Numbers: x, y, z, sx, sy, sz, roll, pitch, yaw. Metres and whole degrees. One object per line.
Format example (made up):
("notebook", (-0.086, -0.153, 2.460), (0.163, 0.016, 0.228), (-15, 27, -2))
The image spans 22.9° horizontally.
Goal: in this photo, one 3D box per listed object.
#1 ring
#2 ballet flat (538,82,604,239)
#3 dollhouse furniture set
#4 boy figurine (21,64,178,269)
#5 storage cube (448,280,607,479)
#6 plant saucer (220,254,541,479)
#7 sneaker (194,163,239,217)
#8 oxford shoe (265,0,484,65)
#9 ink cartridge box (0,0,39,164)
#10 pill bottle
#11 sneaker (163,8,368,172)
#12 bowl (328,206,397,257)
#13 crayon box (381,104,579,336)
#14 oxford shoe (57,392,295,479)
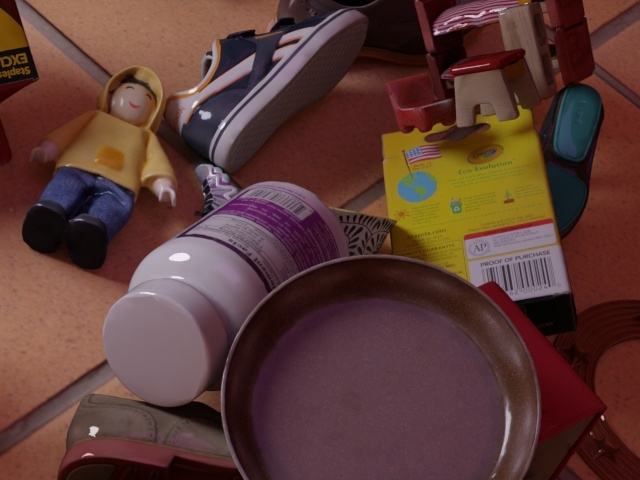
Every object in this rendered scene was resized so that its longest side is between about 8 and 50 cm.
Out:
("ring", (0.436, 0.199, 1.918), (0.336, 0.032, 0.337), (13, 45, -13))
("ballet flat", (0.308, -0.082, 2.067), (0.095, 0.096, 0.280), (27, 56, 1))
("dollhouse furniture set", (0.198, -0.243, 2.005), (0.374, 0.201, 0.152), (-30, 109, -61))
("boy figurine", (-0.243, -0.092, 1.851), (0.177, 0.092, 0.285), (22, 47, 0))
("storage cube", (0.150, 0.191, 1.690), (0.215, 0.184, 0.193), (-20, 59, -36))
("plant saucer", (0.058, 0.161, 1.539), (0.310, 0.050, 0.311), (1, 63, -3))
("sneaker", (-0.131, -0.048, 1.893), (0.098, 0.038, 0.069), (43, 46, 18))
("oxford shoe", (0.103, -0.327, 2.187), (0.363, 0.133, 0.130), (-15, 57, -34))
("ink cartridge box", (-0.485, -0.197, 1.733), (0.309, 0.130, 0.272), (-18, 90, -34))
("pill bottle", (-0.100, 0.058, 1.675), (0.169, 0.169, 0.301), (35, 32, 10))
("sneaker", (-0.068, -0.220, 2.004), (0.127, 0.126, 0.321), (33, 50, 18))
("bowl", (0.000, 0.000, 1.857), (0.170, 0.170, 0.080), (10, 90, -15))
("crayon box", (0.187, -0.016, 1.912), (0.202, 0.081, 0.319), (-11, 48, 9))
("oxford shoe", (-0.087, 0.220, 1.608), (0.348, 0.123, 0.130), (14, 40, -13))
